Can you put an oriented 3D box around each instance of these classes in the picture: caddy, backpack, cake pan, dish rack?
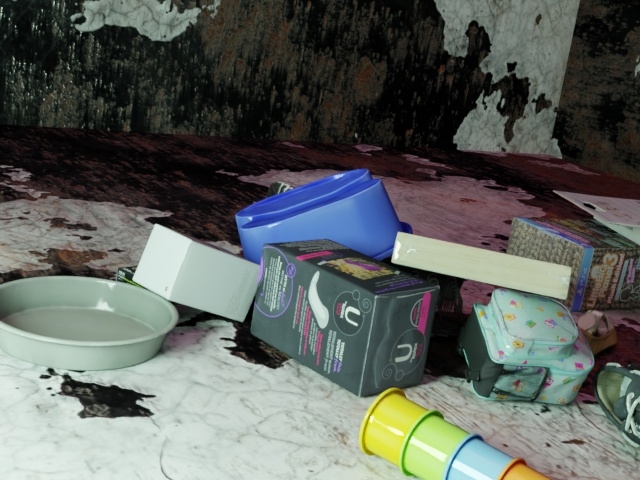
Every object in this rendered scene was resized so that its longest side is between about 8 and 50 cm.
[{"bbox_3d":[0.000,0.000,1.854,0.341,0.179,0.241,-19,15,-4],"label":"caddy"},{"bbox_3d":[0.328,0.168,1.539,0.188,0.144,0.166,16,29,-15],"label":"backpack"},{"bbox_3d":[-0.364,0.124,1.500,0.293,0.054,0.293,8,14,-2],"label":"cake pan"},{"bbox_3d":[0.174,0.105,1.844,0.208,0.074,0.271,8,15,1],"label":"dish rack"}]

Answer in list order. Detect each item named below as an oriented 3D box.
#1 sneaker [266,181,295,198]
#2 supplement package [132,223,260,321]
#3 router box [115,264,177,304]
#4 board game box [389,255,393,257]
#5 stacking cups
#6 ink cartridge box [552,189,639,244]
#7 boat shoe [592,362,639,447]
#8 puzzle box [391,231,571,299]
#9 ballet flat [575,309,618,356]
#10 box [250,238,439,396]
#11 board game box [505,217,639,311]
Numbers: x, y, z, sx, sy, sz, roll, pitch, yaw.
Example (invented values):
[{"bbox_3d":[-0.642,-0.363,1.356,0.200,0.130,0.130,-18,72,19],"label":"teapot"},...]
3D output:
[{"bbox_3d":[-0.003,-0.047,2.305,0.163,0.106,0.281,4,25,-37],"label":"sneaker"},{"bbox_3d":[-0.201,0.056,1.649,0.105,0.105,0.179,23,0,42],"label":"supplement package"},{"bbox_3d":[-0.289,0.078,1.749,0.122,0.038,0.092,21,19,40],"label":"router box"},{"bbox_3d":[0.163,0.042,2.131,0.194,0.045,0.147,2,16,-24],"label":"board game box"},{"bbox_3d":[0.197,0.282,1.175,0.316,0.096,0.096,23,20,34],"label":"stacking cups"},{"bbox_3d":[0.658,-0.038,2.131,0.239,0.060,0.275,5,16,-12],"label":"ink cartridge box"},{"bbox_3d":[0.464,0.247,1.415,0.091,0.114,0.302,9,3,0],"label":"boat shoe"},{"bbox_3d":[0.272,0.046,1.681,0.272,0.052,0.409,12,-1,9],"label":"puzzle box"},{"bbox_3d":[0.497,0.165,1.801,0.080,0.073,0.232,16,16,25],"label":"ballet flat"},{"bbox_3d":[0.033,0.112,1.552,0.143,0.165,0.270,-4,20,-41],"label":"box"},{"bbox_3d":[0.591,0.048,2.165,0.291,0.141,0.232,0,17,-28],"label":"board game box"}]
